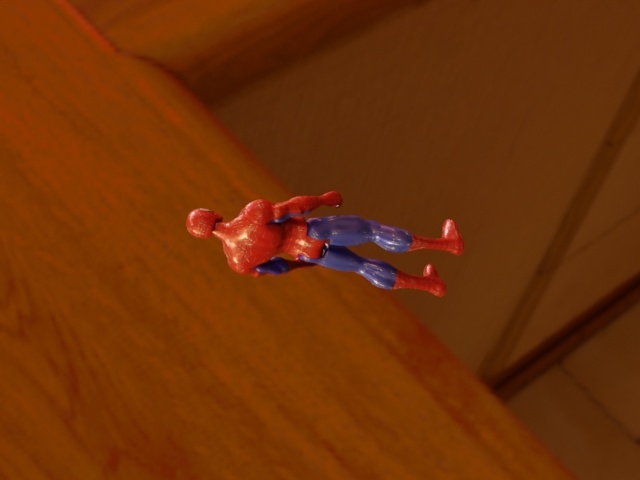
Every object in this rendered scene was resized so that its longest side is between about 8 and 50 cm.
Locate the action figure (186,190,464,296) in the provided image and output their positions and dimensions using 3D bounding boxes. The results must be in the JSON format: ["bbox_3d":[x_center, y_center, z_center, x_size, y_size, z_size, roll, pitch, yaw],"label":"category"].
[{"bbox_3d":[0.000,0.000,0.595,0.115,0.038,0.030,7,35,-26],"label":"action figure"}]
